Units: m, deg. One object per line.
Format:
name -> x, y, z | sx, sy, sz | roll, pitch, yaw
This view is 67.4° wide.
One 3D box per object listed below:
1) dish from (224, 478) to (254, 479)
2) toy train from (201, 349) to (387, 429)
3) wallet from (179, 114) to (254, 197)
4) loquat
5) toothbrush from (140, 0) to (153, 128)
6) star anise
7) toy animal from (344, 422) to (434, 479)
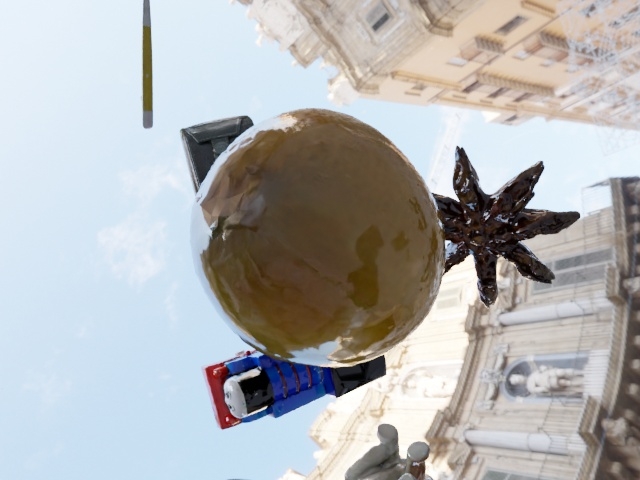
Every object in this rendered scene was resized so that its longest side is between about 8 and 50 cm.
dish -> -0.169, 0.343, 0.586 | 0.234, 0.154, 0.064 | -7, -97, -62
toy train -> -0.032, 0.162, 0.601 | 0.204, 0.131, 0.082 | -15, -92, -29
wallet -> -0.184, -0.152, 0.963 | 0.160, 0.055, 0.236 | -14, -121, -15
loquat -> 0.000, 0.000, 0.499 | 0.263, 0.263, 0.263 | 11, -110, -31
toothbrush -> -0.292, -0.334, 0.804 | 0.021, 0.024, 0.288 | -1, -72, -23
star anise -> 0.245, -0.016, 0.754 | 0.288, 0.288, 0.088 | 55, -140, -7
toy animal -> 0.097, 0.401, 0.721 | 0.184, 0.104, 0.185 | -43, -42, -25
